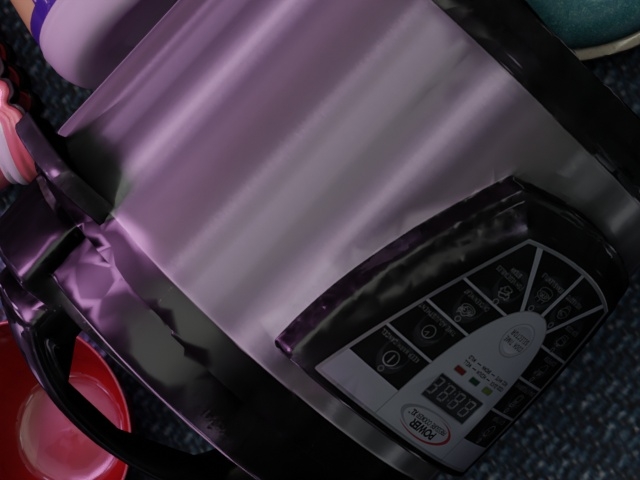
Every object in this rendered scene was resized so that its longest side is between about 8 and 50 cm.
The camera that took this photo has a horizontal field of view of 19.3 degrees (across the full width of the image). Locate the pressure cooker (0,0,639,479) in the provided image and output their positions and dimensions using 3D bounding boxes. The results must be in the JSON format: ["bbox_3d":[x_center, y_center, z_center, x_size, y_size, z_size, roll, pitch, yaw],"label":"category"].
[{"bbox_3d":[-0.001,-0.002,1.318,0.370,0.375,0.420,44,94,3],"label":"pressure cooker"}]

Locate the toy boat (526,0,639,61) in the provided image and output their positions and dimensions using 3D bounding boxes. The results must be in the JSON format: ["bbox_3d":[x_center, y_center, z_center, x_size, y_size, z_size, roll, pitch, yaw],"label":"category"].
[{"bbox_3d":[0.157,-0.277,1.404,0.318,0.148,0.267,14,91,16],"label":"toy boat"}]

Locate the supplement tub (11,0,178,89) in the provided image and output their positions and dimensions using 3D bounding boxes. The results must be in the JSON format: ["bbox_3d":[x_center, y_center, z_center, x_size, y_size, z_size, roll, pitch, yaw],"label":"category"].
[{"bbox_3d":[-0.176,-0.310,1.454,0.241,0.241,0.331,-35,78,11],"label":"supplement tub"}]

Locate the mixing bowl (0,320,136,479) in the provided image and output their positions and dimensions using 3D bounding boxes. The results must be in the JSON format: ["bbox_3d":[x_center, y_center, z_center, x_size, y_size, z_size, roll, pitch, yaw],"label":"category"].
[{"bbox_3d":[-0.219,0.155,1.513,0.181,0.098,0.181,-1,86,15],"label":"mixing bowl"}]

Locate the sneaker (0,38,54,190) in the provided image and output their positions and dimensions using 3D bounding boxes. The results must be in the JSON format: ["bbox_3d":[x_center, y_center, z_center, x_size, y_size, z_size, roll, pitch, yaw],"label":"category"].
[{"bbox_3d":[-0.338,-0.168,1.548,0.136,0.116,0.314,-27,80,4],"label":"sneaker"}]
